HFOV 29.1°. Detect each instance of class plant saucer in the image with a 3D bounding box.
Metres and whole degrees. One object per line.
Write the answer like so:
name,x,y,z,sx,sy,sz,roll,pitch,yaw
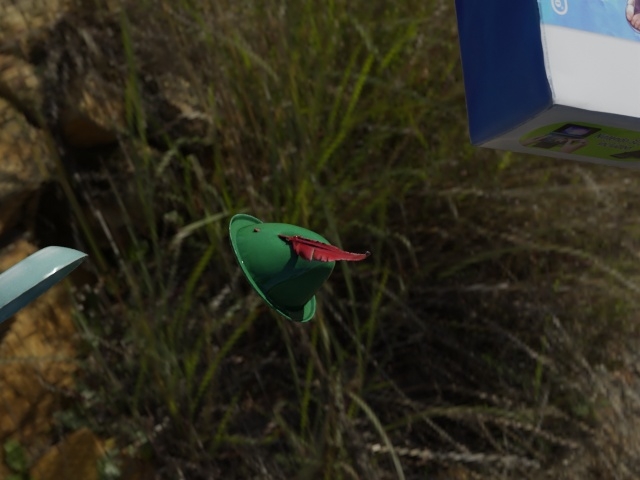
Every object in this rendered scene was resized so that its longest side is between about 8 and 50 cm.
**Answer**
plant saucer,-0.215,0.037,0.852,0.119,0.021,0.119,-36,2,1

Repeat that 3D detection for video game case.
video game case,0.173,-0.168,0.633,0.061,0.244,0.269,-24,66,53

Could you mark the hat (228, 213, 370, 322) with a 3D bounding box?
hat,0.000,0.000,1.696,0.183,0.173,0.208,-38,61,22
